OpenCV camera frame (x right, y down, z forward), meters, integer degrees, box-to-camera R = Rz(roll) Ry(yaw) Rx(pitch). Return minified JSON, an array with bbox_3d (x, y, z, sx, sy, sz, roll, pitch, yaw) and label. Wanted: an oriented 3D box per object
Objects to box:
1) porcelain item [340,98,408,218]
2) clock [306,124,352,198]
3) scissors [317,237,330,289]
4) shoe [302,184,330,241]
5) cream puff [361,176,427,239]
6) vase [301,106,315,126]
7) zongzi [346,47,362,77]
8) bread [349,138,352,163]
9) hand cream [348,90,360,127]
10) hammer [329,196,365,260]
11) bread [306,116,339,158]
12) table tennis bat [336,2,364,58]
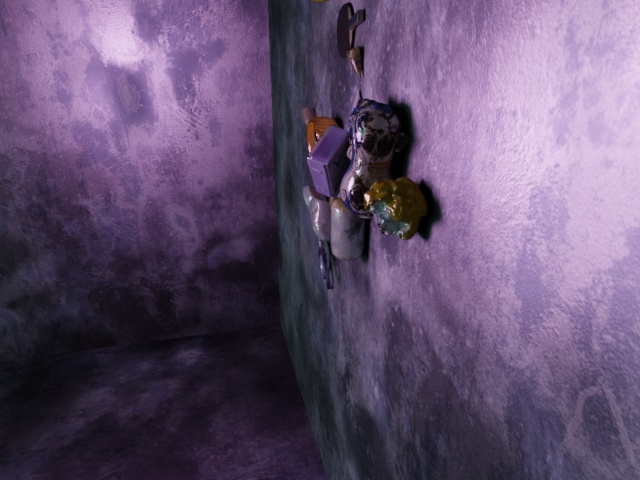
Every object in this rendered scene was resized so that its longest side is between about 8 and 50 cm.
[{"bbox_3d":[0.115,-0.207,1.210,0.186,0.137,0.288,-124,33,-53],"label":"porcelain item"},{"bbox_3d":[0.037,-0.235,1.456,0.145,0.073,0.193,-58,-21,-18],"label":"clock"},{"bbox_3d":[0.000,0.000,1.985,0.256,0.029,0.384,73,-172,-69],"label":"scissors"},{"bbox_3d":[0.005,-0.121,1.889,0.100,0.103,0.251,-35,67,35],"label":"shoe"},{"bbox_3d":[0.179,-0.076,1.083,0.121,0.156,0.156,-55,-4,-24],"label":"cream puff"},{"bbox_3d":[-0.045,-0.504,2.018,0.053,0.053,0.101,119,139,-68],"label":"vase"},{"bbox_3d":[0.103,-0.520,1.405,0.076,0.040,0.083,-108,-1,-66],"label":"zongzi"},{"bbox_3d":[0.124,-0.227,1.353,0.117,0.064,0.156,-164,70,-72],"label":"bread"},{"bbox_3d":[0.106,-0.371,1.424,0.084,0.053,0.142,102,168,-55],"label":"hand cream"},{"bbox_3d":[0.070,-0.075,1.591,0.305,0.113,0.202,-110,21,-65],"label":"hammer"},{"bbox_3d":[0.016,-0.347,1.703,0.199,0.104,0.199,171,90,-81],"label":"bread"},{"bbox_3d":[0.084,-0.643,1.454,0.274,0.021,0.154,-138,44,-75],"label":"table tennis bat"}]
